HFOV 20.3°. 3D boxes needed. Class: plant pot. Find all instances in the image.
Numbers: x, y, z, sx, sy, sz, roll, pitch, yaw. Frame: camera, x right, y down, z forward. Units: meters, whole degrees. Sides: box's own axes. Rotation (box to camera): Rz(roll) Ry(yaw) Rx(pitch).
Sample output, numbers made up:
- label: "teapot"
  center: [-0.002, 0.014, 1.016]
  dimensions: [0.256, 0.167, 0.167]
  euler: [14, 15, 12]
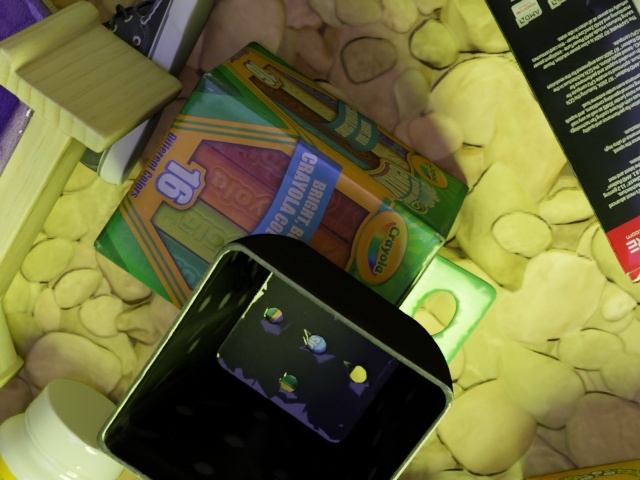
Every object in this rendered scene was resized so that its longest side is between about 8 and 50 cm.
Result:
- label: "plant pot"
  center: [-0.020, 0.101, 1.299]
  dimensions: [0.188, 0.167, 0.187]
  euler: [34, 109, 0]

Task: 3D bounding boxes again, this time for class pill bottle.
- label: "pill bottle"
  center: [-0.262, 0.228, 1.585]
  dimensions: [0.119, 0.119, 0.208]
  euler: [40, 108, 0]

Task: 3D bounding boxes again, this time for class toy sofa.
- label: "toy sofa"
  center: [-0.283, -0.028, 1.472]
  dimensions: [0.177, 0.150, 0.362]
  euler: [37, 120, 4]

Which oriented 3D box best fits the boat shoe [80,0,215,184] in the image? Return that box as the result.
- label: "boat shoe"
  center: [-0.153, -0.158, 1.497]
  dimensions: [0.076, 0.080, 0.228]
  euler: [28, 115, 2]

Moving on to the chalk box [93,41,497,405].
- label: "chalk box"
  center: [0.000, 0.000, 1.447]
  dimensions: [0.289, 0.179, 0.180]
  euler: [34, 108, 2]

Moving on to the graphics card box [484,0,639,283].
- label: "graphics card box"
  center: [0.255, -0.183, 1.355]
  dimensions: [0.233, 0.094, 0.371]
  euler: [-29, 83, 18]

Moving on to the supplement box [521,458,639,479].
- label: "supplement box"
  center: [0.345, 0.285, 1.440]
  dimensions: [0.356, 0.195, 0.194]
  euler: [-10, 101, 13]
